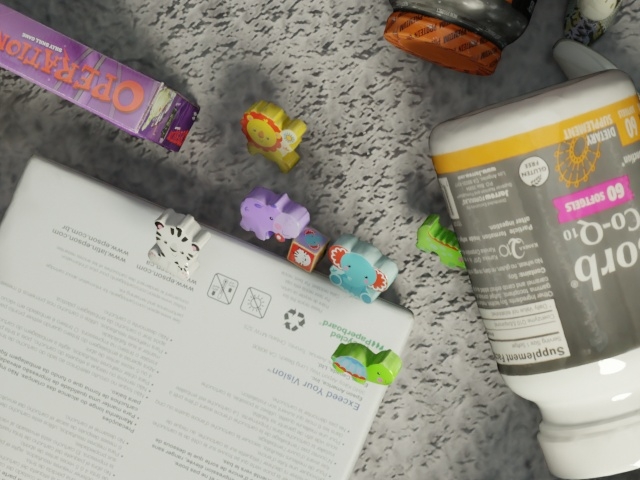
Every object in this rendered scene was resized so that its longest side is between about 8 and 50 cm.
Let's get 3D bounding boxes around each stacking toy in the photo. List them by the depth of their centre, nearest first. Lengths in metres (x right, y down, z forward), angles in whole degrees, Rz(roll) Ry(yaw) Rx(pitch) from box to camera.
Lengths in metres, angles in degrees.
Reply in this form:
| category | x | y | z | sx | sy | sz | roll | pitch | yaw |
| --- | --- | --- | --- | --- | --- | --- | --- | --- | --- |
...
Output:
| category | x | y | z | sx | sy | sz | roll | pitch | yaw |
| --- | --- | --- | --- | --- | --- | --- | --- | --- | --- |
| stacking toy | 0.000 | 0.000 | 1.453 | 0.221 | 0.052 | 0.167 | 31 | 47 | 10 |

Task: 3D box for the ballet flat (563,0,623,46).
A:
| category | x | y | z | sx | sy | sz | roll | pitch | yaw |
| --- | --- | --- | --- | --- | --- | --- | --- | --- | --- |
| ballet flat | 0.227 | -0.205 | 1.521 | 0.041 | 0.041 | 0.114 | 32 | 88 | 4 |

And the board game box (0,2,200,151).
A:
| category | x | y | z | sx | sy | sz | roll | pitch | yaw |
| --- | --- | --- | --- | --- | --- | --- | --- | --- | --- |
| board game box | -0.265 | -0.166 | 1.454 | 0.347 | 0.208 | 0.056 | 27 | 87 | 5 |

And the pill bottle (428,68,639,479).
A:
| category | x | y | z | sx | sy | sz | roll | pitch | yaw |
| --- | --- | --- | --- | --- | --- | --- | --- | --- | --- |
| pill bottle | 0.192 | 0.025 | 1.436 | 0.162 | 0.162 | 0.278 | -18 | 94 | 1 |

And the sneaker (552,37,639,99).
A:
| category | x | y | z | sx | sy | sz | roll | pitch | yaw |
| --- | --- | --- | --- | --- | --- | --- | --- | --- | --- |
| sneaker | 0.227 | -0.092 | 1.506 | 0.061 | 0.054 | 0.152 | -41 | 86 | 2 |

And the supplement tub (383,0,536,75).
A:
| category | x | y | z | sx | sy | sz | roll | pitch | yaw |
| --- | --- | --- | --- | --- | --- | --- | --- | --- | --- |
| supplement tub | 0.122 | -0.231 | 1.489 | 0.117 | 0.117 | 0.190 | 19 | 87 | 4 |

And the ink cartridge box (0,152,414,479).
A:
| category | x | y | z | sx | sy | sz | roll | pitch | yaw |
| --- | --- | --- | --- | --- | --- | --- | --- | --- | --- |
| ink cartridge box | -0.137 | 0.144 | 1.494 | 0.324 | 0.071 | 0.330 | 23 | 89 | 3 |
